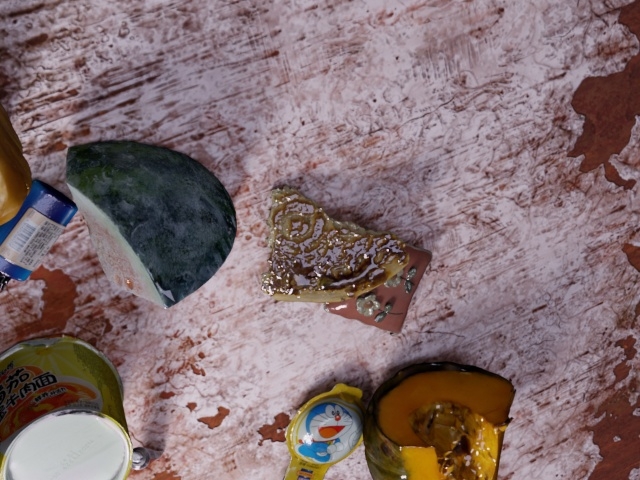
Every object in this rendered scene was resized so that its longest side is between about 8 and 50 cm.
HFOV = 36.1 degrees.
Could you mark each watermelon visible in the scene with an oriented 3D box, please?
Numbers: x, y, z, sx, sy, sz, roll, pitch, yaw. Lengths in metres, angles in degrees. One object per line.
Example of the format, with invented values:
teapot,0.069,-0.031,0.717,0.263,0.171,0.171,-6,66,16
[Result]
watermelon,-0.264,0.000,1.552,0.319,0.290,0.213,13,136,-42

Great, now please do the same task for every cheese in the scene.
cheese,-0.001,0.399,1.914,0.177,0.069,0.270,22,101,-31

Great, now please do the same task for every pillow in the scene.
pillow,0.114,0.079,1.825,0.171,0.075,0.179,19,101,-27

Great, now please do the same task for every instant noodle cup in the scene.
instant noodle cup,-0.429,0.316,1.603,0.264,0.200,0.264,-10,117,-21

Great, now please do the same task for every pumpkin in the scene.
pumpkin,0.230,0.381,1.908,0.303,0.256,0.226,-4,117,-9

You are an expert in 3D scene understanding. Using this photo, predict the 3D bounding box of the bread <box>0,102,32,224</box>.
bread,-0.481,-0.123,1.332,0.132,0.294,0.167,-31,119,-4

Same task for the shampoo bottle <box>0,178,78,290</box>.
shampoo bottle,-0.464,-0.002,1.535,0.087,0.050,0.183,35,94,-35

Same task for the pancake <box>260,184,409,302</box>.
pancake,0.000,0.000,1.735,0.266,0.057,0.245,-27,102,2

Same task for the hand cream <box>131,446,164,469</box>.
hand cream,-0.309,0.381,1.706,0.052,0.216,0.038,-3,76,-3
